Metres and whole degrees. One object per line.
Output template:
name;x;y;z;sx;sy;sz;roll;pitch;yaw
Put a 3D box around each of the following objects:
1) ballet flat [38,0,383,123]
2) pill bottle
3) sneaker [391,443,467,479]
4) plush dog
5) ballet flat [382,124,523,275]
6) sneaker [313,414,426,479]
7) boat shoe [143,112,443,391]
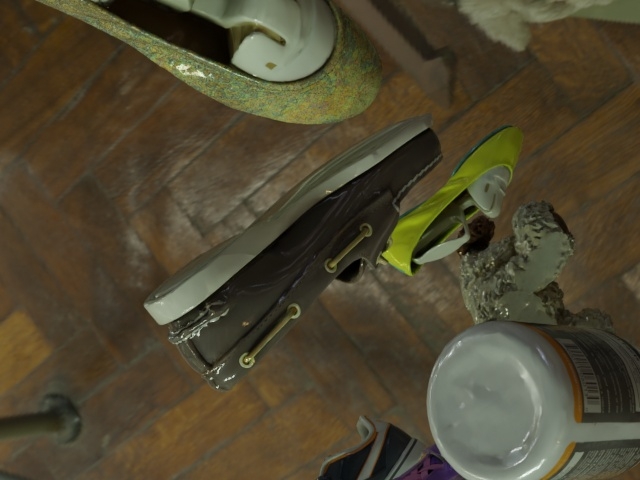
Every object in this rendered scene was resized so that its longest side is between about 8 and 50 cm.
ballet flat;-0.091;-0.183;0.862;0.349;0.123;0.123;22;121;-20
pill bottle;0.249;0.167;1.169;0.162;0.278;0.162;-7;79;41
sneaker;0.136;0.295;1.387;0.095;0.236;0.104;27;115;51
plush dog;0.270;0.084;1.624;0.211;0.225;0.262;-29;101;-2
ballet flat;0.174;-0.041;1.402;0.231;0.077;0.077;-41;52;6
sneaker;0.031;0.421;1.785;0.127;0.321;0.126;33;155;7
boat shoe;0.000;0.000;0.966;0.096;0.324;0.116;56;146;-8
